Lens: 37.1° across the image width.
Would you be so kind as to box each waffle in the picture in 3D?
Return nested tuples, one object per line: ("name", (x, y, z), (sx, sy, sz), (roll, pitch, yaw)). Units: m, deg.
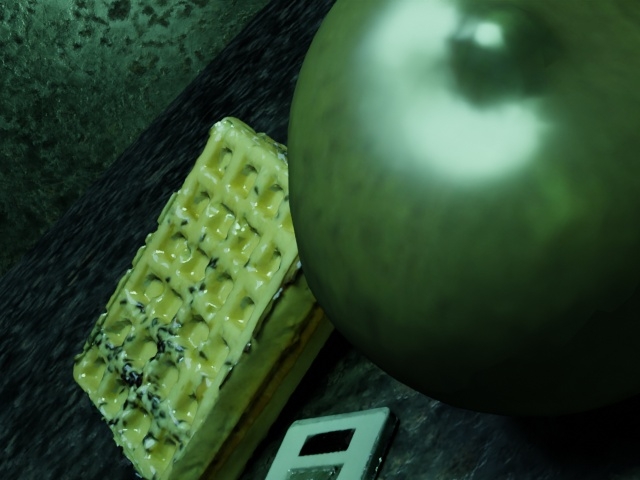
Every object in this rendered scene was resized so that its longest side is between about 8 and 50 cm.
("waffle", (-0.113, 0.070, 1.067), (0.261, 0.114, 0.376), (39, 100, 41))

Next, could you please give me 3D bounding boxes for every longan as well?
("longan", (0.137, -0.050, 0.702), (0.361, 0.361, 0.361), (-38, 23, 19))

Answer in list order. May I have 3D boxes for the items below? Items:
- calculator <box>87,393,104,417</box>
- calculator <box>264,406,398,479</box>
("calculator", (-0.258, 0.146, 1.480), (0.274, 0.058, 0.248), (-48, 22, -5))
("calculator", (-0.024, 0.267, 0.885), (0.161, 0.021, 0.262), (-21, 33, 47))
